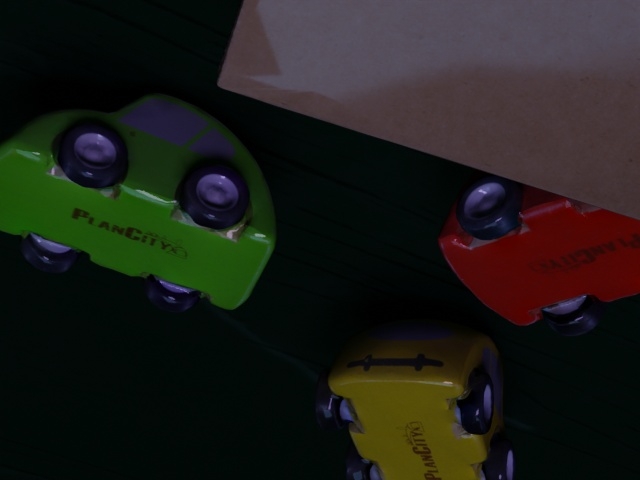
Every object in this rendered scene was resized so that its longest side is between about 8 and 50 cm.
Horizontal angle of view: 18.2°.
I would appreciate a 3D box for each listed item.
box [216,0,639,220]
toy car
[{"bbox_3d":[0.089,-0.078,0.512,0.201,0.021,0.164,17,126,-6],"label":"box"},{"bbox_3d":[0.000,0.000,0.660,0.225,0.053,0.239,20,143,-9],"label":"toy car"}]
